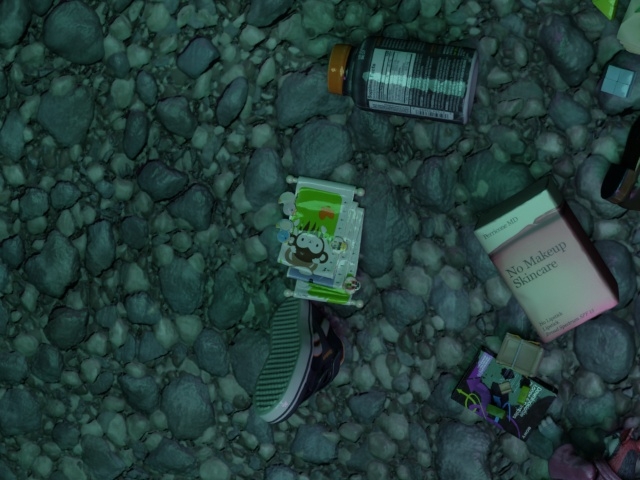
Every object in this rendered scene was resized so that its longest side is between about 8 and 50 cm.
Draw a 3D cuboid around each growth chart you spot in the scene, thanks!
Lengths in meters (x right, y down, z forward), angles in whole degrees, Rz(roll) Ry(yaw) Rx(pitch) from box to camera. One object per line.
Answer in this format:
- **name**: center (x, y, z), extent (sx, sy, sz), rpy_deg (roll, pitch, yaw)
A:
- **growth chart**: center (0.000, 0.000, 1.875), extent (0.171, 0.021, 0.237), rpy_deg (2, 86, 10)

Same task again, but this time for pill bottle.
- **pill bottle**: center (0.137, -0.276, 1.744), extent (0.245, 0.130, 0.131), rpy_deg (10, 106, 12)

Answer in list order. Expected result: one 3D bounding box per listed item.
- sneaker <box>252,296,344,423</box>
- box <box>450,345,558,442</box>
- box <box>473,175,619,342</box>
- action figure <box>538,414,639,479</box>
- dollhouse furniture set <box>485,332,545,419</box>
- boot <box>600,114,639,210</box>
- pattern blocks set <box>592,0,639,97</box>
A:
- **sneaker**: center (-0.027, 0.222, 1.816), extent (0.126, 0.321, 0.127), rpy_deg (-38, 110, 26)
- **box**: center (0.337, 0.282, 1.888), extent (0.162, 0.029, 0.116), rpy_deg (29, 109, 4)
- **box**: center (0.387, 0.031, 1.760), extent (0.148, 0.127, 0.232), rpy_deg (-32, 95, 20)
- **action figure**: center (0.451, 0.476, 1.782), extent (0.248, 0.276, 0.370), rpy_deg (27, 111, 9)
- **dollhouse furniture set**: center (0.345, 0.247, 1.851), extent (0.076, 0.058, 0.152), rpy_deg (21, 86, 15)
- **boot**: center (0.565, -0.145, 1.712), extent (0.106, 0.082, 0.219), rpy_deg (25, 106, -16)
- **pattern blocks set**: center (0.561, -0.369, 1.608), extent (0.285, 0.026, 0.325), rpy_deg (14, 106, 36)
